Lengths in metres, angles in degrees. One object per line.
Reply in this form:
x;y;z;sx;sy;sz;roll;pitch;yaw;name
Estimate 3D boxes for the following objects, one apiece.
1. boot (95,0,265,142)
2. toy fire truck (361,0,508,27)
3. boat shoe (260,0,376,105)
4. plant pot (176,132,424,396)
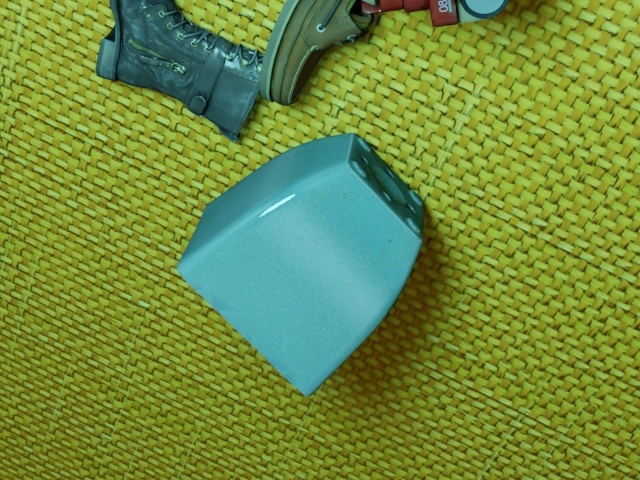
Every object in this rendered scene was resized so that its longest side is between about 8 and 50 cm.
-0.163;-0.269;1.719;0.229;0.091;0.263;21;132;-1;boot
0.071;-0.346;1.444;0.246;0.158;0.217;-9;119;5;toy fire truck
0.013;-0.281;1.613;0.104;0.110;0.307;26;129;4;boat shoe
0.000;0.000;1.743;0.252;0.248;0.247;-41;103;19;plant pot
